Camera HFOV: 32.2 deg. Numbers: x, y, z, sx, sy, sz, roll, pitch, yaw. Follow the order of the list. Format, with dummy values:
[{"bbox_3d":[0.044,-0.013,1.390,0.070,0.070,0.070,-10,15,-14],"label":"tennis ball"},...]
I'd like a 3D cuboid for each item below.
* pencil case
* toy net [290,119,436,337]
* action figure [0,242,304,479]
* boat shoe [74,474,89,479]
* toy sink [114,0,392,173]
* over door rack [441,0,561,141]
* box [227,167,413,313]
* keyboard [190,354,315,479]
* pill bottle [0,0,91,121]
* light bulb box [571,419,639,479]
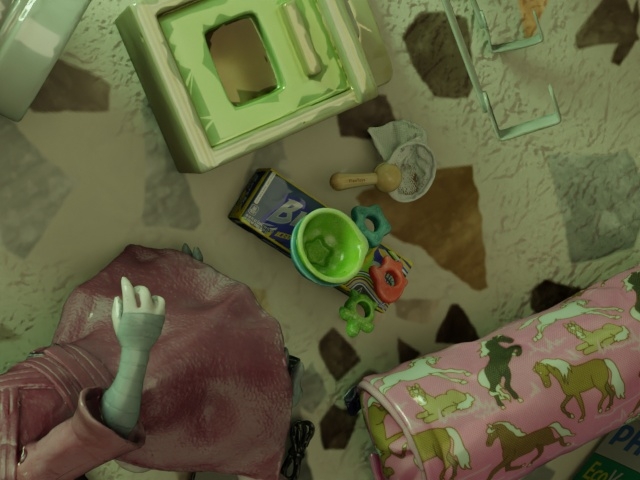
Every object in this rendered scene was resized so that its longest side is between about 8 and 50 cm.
[{"bbox_3d":[0.223,0.134,1.063,0.386,0.167,0.160,-23,121,-15],"label":"pencil case"},{"bbox_3d":[0.061,-0.027,1.019,0.122,0.045,0.232,43,57,-10],"label":"toy net"},{"bbox_3d":[-0.203,0.133,0.873,0.370,0.248,0.276,-25,121,-48],"label":"action figure"},{"bbox_3d":[-0.261,0.190,0.944,0.342,0.123,0.123,26,87,-11],"label":"boat shoe"},{"bbox_3d":[-0.040,-0.173,0.981,0.234,0.131,0.153,-24,100,-15],"label":"toy sink"},{"bbox_3d":[0.081,-0.248,0.959,0.108,0.239,0.324,-29,112,21],"label":"over door rack"},{"bbox_3d":[0.000,0.000,1.045,0.169,0.054,0.059,33,83,-16],"label":"box"},{"bbox_3d":[-0.062,0.195,1.055,0.108,0.023,0.180,12,90,-11],"label":"keyboard"},{"bbox_3d":[-0.345,-0.227,0.860,0.318,0.176,0.176,30,84,-16],"label":"pill bottle"},{"bbox_3d":[0.335,0.395,1.014,0.225,0.358,0.361,45,79,-17],"label":"light bulb box"}]
